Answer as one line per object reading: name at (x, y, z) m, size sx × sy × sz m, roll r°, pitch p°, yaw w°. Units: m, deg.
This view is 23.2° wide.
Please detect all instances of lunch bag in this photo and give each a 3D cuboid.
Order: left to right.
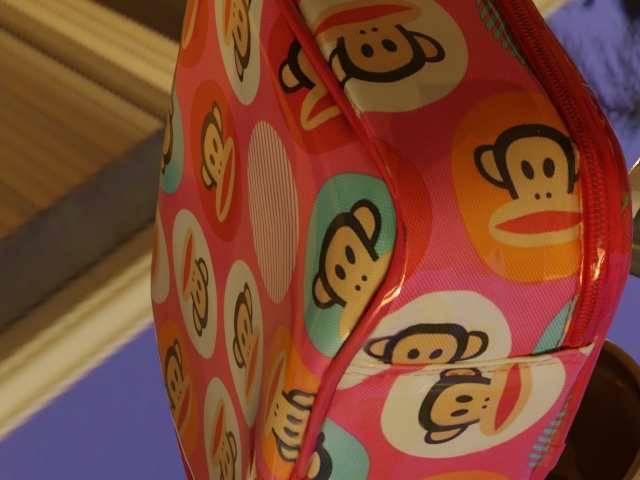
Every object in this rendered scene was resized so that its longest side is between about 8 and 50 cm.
lunch bag at (0.000, 0.000, 0.634) m, size 0.120 × 0.293 × 0.258 m, roll -8°, pitch -130°, yaw -20°

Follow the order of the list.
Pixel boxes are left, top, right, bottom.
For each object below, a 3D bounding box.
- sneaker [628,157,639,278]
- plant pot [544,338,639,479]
sneaker at (0.299, -0.026, 1.109) m, size 0.147 × 0.104 × 0.296 m, roll 32°, pitch -146°, yaw 11°
plant pot at (0.151, 0.183, 1.200) m, size 0.237 × 0.110 × 0.237 m, roll -15°, pitch -145°, yaw 11°
